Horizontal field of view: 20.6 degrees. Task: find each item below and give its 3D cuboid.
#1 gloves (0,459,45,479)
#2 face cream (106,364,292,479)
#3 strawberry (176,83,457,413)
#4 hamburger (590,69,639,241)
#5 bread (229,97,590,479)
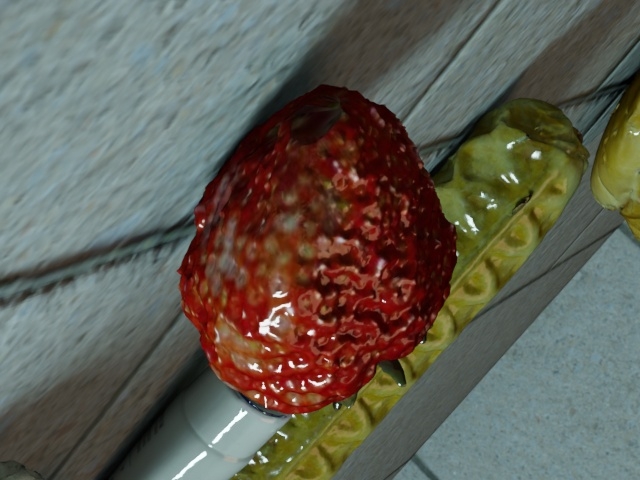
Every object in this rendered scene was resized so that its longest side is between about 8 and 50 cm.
[{"bbox_3d":[-0.152,0.120,0.793,0.081,0.037,0.044,13,84,-60],"label":"gloves"},{"bbox_3d":[-0.106,0.155,1.073,0.244,0.058,0.092,-46,177,28],"label":"face cream"},{"bbox_3d":[-0.006,0.002,0.754,0.131,0.131,0.148,-44,139,-11],"label":"strawberry"},{"bbox_3d":[0.372,-0.122,1.559,0.284,0.174,0.304,-42,168,-15],"label":"hamburger"},{"bbox_3d":[0.042,0.055,1.179,0.367,0.077,0.084,-49,136,10],"label":"bread"}]
